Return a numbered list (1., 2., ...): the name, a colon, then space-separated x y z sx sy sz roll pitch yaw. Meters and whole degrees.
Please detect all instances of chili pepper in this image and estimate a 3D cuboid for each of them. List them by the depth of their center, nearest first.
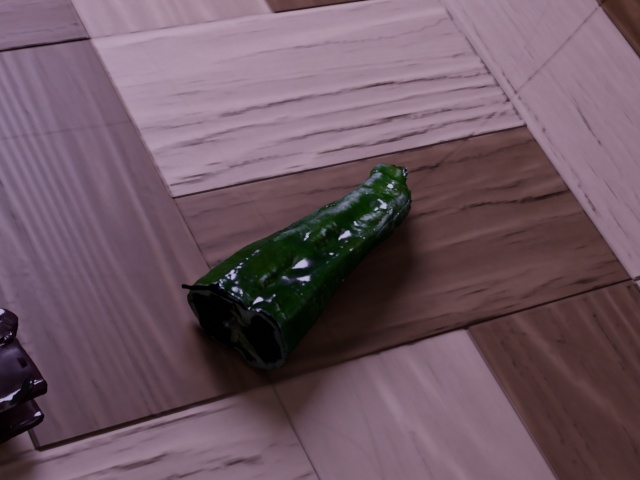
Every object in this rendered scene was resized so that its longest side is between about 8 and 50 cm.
1. chili pepper: 0.000 0.000 1.023 0.088 0.059 0.227 34 47 14

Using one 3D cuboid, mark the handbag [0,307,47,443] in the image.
1. handbag: -0.296 0.063 0.848 0.216 0.074 0.203 -25 65 -36
